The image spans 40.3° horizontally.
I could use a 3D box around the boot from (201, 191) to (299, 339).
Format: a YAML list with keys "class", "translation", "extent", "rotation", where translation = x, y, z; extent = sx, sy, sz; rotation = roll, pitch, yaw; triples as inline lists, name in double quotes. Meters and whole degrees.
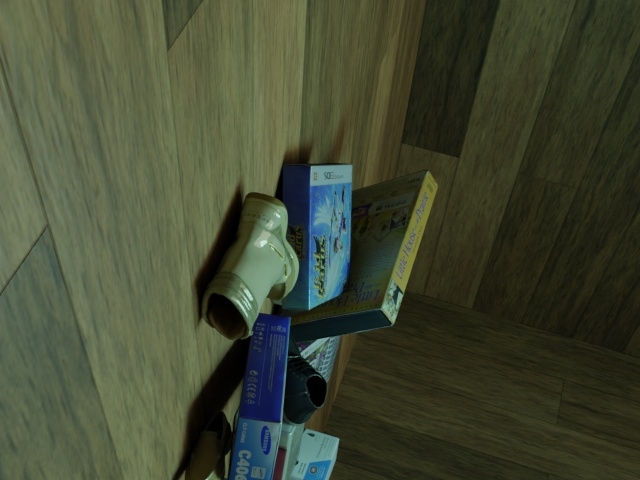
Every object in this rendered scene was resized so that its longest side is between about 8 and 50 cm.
- class: "boot"
  translation: [-0.110, 0.075, 1.388]
  extent: [0.262, 0.095, 0.203]
  rotation: [89, 18, -57]

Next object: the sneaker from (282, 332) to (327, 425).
- class: "sneaker"
  translation: [-0.047, 0.258, 1.795]
  extent: [0.118, 0.083, 0.222]
  rotation: [-44, -121, 49]

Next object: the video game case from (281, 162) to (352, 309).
- class: "video game case"
  translation: [-0.003, -0.016, 1.698]
  extent: [0.244, 0.061, 0.269]
  rotation: [-15, 107, -68]

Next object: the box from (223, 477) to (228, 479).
- class: "box"
  translation: [-0.239, 0.540, 1.531]
  extent: [0.183, 0.059, 0.232]
  rotation: [3, 103, -81]

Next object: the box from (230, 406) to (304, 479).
- class: "box"
  translation: [-0.112, 0.428, 1.909]
  extent: [0.148, 0.127, 0.232]
  rotation: [-62, 165, -52]

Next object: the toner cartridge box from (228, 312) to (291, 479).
- class: "toner cartridge box"
  translation: [-0.108, 0.288, 1.591]
  extent: [0.347, 0.075, 0.165]
  rotation: [-88, -173, -65]

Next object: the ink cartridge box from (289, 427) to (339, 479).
- class: "ink cartridge box"
  translation: [-0.075, 0.518, 2.063]
  extent: [0.148, 0.203, 0.085]
  rotation: [-64, 165, -50]

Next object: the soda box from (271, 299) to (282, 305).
- class: "soda box"
  translation: [-0.059, 0.054, 1.796]
  extent: [0.061, 0.058, 0.181]
  rotation: [-63, 166, -49]

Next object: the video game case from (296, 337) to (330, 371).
- class: "video game case"
  translation: [-0.063, 0.323, 2.069]
  extent: [0.210, 0.042, 0.232]
  rotation: [-31, 146, -51]

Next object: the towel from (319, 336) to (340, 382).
- class: "towel"
  translation: [0.014, 0.243, 2.399]
  extent: [0.283, 0.121, 0.235]
  rotation: [-59, 164, -60]

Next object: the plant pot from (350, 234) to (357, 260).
- class: "plant pot"
  translation: [0.000, 0.000, 1.910]
  extent: [0.095, 0.134, 0.134]
  rotation: [58, 39, -35]

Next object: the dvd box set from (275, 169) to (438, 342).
- class: "dvd box set"
  translation: [0.080, 0.034, 1.951]
  extent: [0.062, 0.308, 0.420]
  rotation: [50, 43, -29]

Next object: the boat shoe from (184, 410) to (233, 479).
- class: "boat shoe"
  translation: [-0.196, 0.362, 1.509]
  extent: [0.190, 0.068, 0.072]
  rotation: [-82, 172, -69]
